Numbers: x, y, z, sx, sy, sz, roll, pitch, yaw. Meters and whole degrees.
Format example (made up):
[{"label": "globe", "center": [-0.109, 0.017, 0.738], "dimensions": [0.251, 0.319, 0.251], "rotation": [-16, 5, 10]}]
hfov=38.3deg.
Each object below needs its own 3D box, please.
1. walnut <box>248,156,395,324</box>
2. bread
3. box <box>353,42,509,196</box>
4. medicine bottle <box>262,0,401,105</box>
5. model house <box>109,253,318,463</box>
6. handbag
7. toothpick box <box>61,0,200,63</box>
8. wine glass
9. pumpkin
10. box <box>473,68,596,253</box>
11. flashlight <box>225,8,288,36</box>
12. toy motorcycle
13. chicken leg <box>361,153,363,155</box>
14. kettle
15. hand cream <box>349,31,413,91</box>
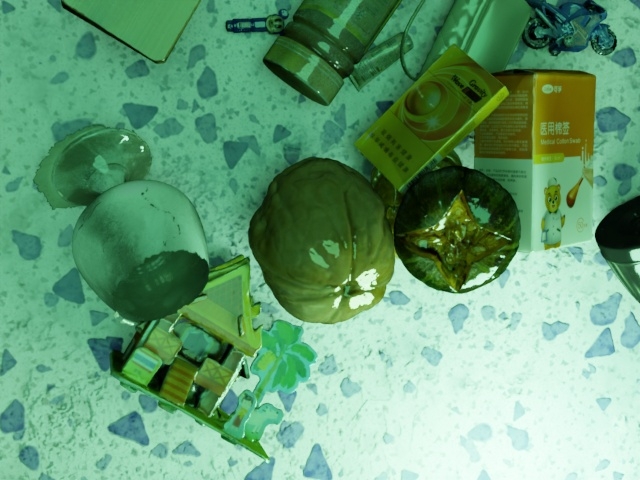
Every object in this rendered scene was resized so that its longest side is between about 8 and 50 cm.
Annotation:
[{"label": "walnut", "center": [0.002, 0.000, 1.690], "dimensions": [0.252, 0.313, 0.277], "rotation": [-24, 124, -4]}, {"label": "bread", "center": [0.196, -0.074, 1.807], "dimensions": [0.198, 0.120, 0.236], "rotation": [-9, 98, -5]}, {"label": "box", "center": [0.203, -0.225, 1.718], "dimensions": [0.269, 0.043, 0.152], "rotation": [-43, 58, 6]}, {"label": "medicine bottle", "center": [0.044, -0.423, 1.715], "dimensions": [0.151, 0.151, 0.322], "rotation": [35, 89, -13]}, {"label": "model house", "center": [-0.166, 0.196, 1.718], "dimensions": [0.358, 0.242, 0.312], "rotation": [33, 87, -11]}, {"label": "handbag", "center": [0.271, -0.398, 1.794], "dimensions": [0.219, 0.079, 0.256], "rotation": [25, 93, -19]}, {"label": "toothpick box", "center": [-0.307, -0.415, 1.567], "dimensions": [0.187, 0.308, 0.190], "rotation": [30, 90, -13]}, {"label": "wine glass", "center": [-0.333, -0.026, 1.596], "dimensions": [0.238, 0.323, 0.238], "rotation": [-21, 141, -18]}, {"label": "pumpkin", "center": [0.249, -0.021, 1.677], "dimensions": [0.238, 0.159, 0.238], "rotation": [3, 117, 6]}, {"label": "box", "center": [0.415, -0.158, 1.782], "dimensions": [0.225, 0.143, 0.341], "rotation": [-8, 102, -44]}, {"label": "flashlight", "center": [-0.118, -0.409, 1.744], "dimensions": [0.121, 0.035, 0.057], "rotation": [-4, 99, -11]}, {"label": "toy motorcycle", "center": [0.500, -0.432, 1.847], "dimensions": [0.205, 0.076, 0.114], "rotation": [3, 88, -10]}, {"label": "chicken leg", "center": [0.172, -0.224, 1.800], "dimensions": [0.205, 0.093, 0.053], "rotation": [-25, 119, 31]}, {"label": "kettle", "center": [0.717, 0.050, 1.911], "dimensions": [0.207, 0.250, 0.271], "rotation": [-24, 111, 23]}, {"label": "hand cream", "center": [0.117, -0.354, 1.802], "dimensions": [0.143, 0.039, 0.061], "rotation": [-33, 112, 3]}]
